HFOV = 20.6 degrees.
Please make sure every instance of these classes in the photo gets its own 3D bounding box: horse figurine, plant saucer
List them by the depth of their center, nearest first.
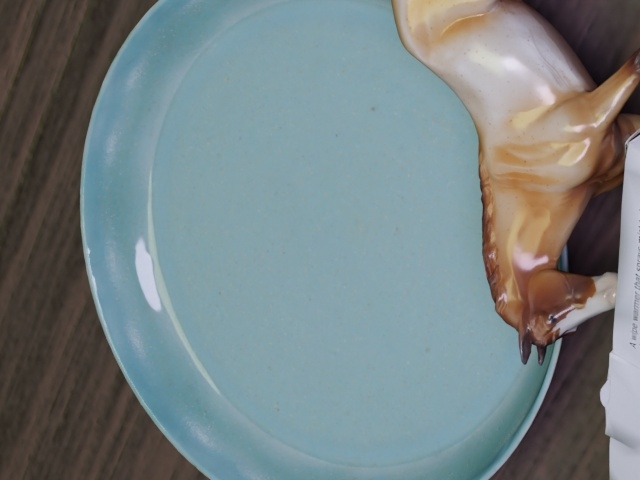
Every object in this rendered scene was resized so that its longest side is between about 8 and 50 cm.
[{"bbox_3d":[0.101,-0.097,0.803,0.174,0.066,0.263,-34,86,28],"label":"horse figurine"},{"bbox_3d":[0.000,0.000,0.954,0.318,0.044,0.317,8,105,33],"label":"plant saucer"}]

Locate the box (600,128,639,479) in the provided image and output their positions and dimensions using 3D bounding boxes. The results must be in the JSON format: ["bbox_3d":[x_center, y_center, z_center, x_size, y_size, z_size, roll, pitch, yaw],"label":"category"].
[{"bbox_3d":[0.234,0.080,0.672,0.231,0.127,0.262,33,147,35],"label":"box"}]
